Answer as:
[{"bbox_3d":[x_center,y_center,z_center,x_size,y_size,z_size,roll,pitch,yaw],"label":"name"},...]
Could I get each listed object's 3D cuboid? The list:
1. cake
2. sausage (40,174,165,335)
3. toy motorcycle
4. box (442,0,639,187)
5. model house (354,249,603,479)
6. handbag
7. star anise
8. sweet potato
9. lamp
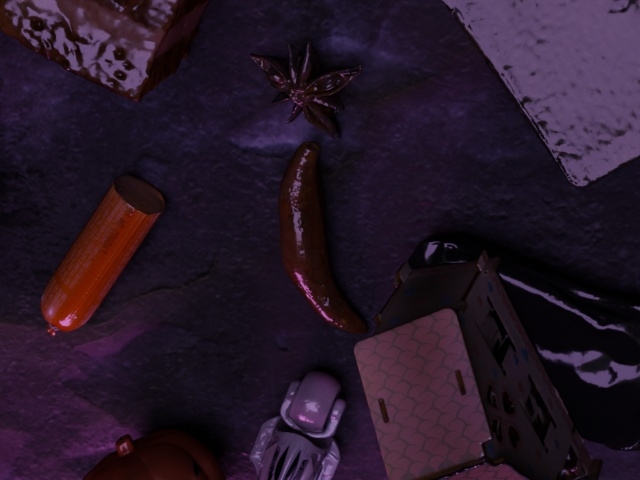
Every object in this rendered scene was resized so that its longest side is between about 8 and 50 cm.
[{"bbox_3d":[-0.198,-0.324,1.706,0.198,0.196,0.293,31,117,4],"label":"cake"},{"bbox_3d":[-0.274,0.028,1.936,0.071,0.071,0.234,37,116,-1],"label":"sausage"},{"bbox_3d":[-0.038,0.276,1.947,0.112,0.112,0.254,23,114,6],"label":"toy motorcycle"},{"bbox_3d":[0.271,-0.221,1.649,0.184,0.143,0.273,-33,99,25],"label":"box"},{"bbox_3d":[0.156,0.203,1.722,0.169,0.244,0.326,-21,107,25],"label":"model house"},{"bbox_3d":[0.245,0.116,1.824,0.332,0.075,0.192,18,116,7],"label":"handbag"},{"bbox_3d":[-0.023,-0.180,1.793,0.129,0.056,0.124,25,135,8],"label":"star anise"},{"bbox_3d":[-0.010,0.005,1.863,0.078,0.058,0.255,-15,112,-1],"label":"sweet potato"},{"bbox_3d":[-0.208,0.312,1.968,0.187,0.187,0.164,-21,100,22],"label":"lamp"}]
